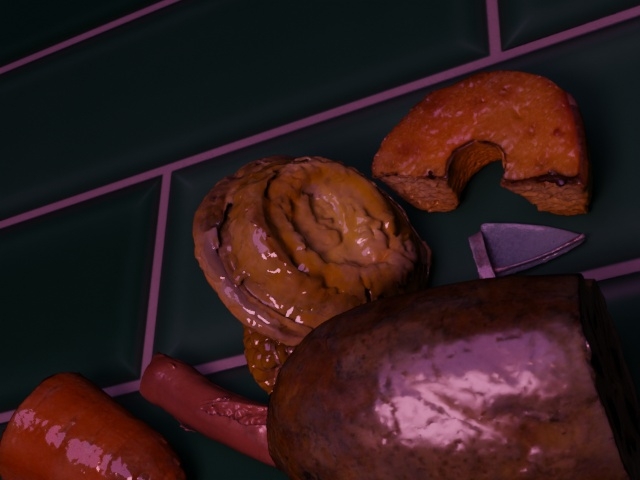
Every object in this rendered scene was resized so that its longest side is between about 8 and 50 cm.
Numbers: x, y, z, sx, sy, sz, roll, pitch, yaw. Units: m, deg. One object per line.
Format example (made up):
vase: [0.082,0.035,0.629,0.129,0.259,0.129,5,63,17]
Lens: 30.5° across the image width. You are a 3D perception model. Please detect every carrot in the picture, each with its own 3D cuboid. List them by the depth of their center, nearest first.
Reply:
carrot: [-0.246,0.258,1.377,0.225,0.159,0.159,18,73,27]

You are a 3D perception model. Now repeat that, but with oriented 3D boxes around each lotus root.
lotus root: [0.116,0.158,1.095,0.346,0.250,0.250,-9,57,24]

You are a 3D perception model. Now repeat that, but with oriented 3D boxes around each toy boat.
toy boat: [0.227,0.006,1.281,0.122,0.034,0.096,-21,52,11]

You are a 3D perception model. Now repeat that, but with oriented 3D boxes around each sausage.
sausage: [-0.096,0.202,1.340,0.304,0.078,0.078,17,73,39]

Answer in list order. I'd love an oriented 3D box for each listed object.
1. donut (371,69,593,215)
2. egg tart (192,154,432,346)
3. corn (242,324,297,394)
donut: [0.201,-0.112,1.318,0.259,0.101,0.152,4,64,37]
egg tart: [0.000,0.000,1.284,0.095,0.278,0.279,117,153,-50]
corn: [-0.033,0.047,1.368,0.119,0.119,0.322,-18,53,24]
